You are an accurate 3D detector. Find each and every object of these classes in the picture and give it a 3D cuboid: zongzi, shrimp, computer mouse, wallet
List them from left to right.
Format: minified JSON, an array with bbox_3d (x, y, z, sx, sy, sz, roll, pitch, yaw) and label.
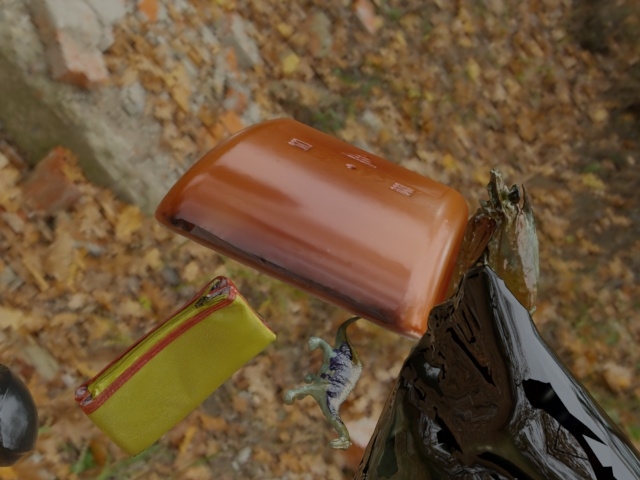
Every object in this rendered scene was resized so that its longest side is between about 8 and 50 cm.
[{"bbox_3d":[-0.465,0.252,1.725,0.086,0.269,0.138,-17,98,-22],"label":"computer mouse"},{"bbox_3d":[-0.182,0.150,1.451,0.067,0.241,0.141,48,-5,39],"label":"wallet"},{"bbox_3d":[0.052,0.268,0.375,0.383,0.362,0.319,46,-6,-16],"label":"zongzi"},{"bbox_3d":[0.193,0.023,1.342,0.051,0.115,0.217,-111,-161,-67],"label":"shrimp"}]

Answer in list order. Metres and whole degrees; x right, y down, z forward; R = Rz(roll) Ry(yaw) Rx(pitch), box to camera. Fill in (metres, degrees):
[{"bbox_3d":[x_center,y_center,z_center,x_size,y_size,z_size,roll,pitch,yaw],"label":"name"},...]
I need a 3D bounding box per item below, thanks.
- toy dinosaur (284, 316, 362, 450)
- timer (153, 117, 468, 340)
[{"bbox_3d":[0.004,0.108,0.956,0.058,0.037,0.180,6,40,3],"label":"toy dinosaur"},{"bbox_3d":[0.000,0.000,1.097,0.257,0.161,0.250,24,14,9],"label":"timer"}]
